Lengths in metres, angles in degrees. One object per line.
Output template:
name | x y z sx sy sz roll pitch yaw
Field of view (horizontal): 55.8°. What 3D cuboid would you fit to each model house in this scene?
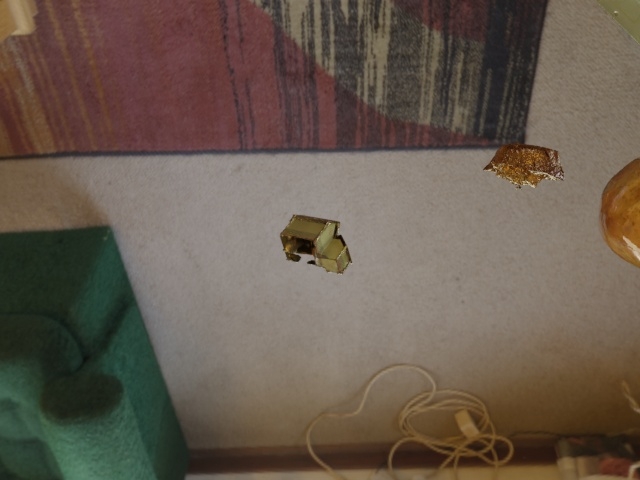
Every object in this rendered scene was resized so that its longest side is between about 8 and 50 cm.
model house | 0.000 0.000 0.757 0.083 0.058 0.057 9 134 29

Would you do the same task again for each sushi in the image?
sushi | 0.283 -0.102 0.848 0.061 0.118 0.060 18 88 -33

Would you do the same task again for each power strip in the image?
power strip | 0.574 -0.449 1.078 0.215 0.061 0.145 45 156 2

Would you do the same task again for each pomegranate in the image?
pomegranate | 0.705 -0.051 1.196 0.281 0.281 0.281 0 128 1
